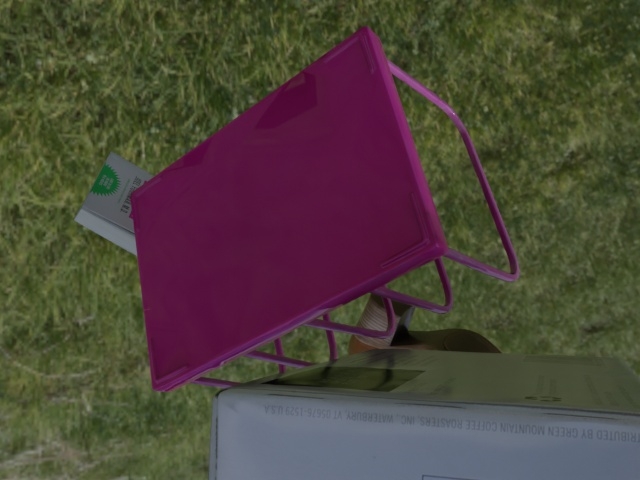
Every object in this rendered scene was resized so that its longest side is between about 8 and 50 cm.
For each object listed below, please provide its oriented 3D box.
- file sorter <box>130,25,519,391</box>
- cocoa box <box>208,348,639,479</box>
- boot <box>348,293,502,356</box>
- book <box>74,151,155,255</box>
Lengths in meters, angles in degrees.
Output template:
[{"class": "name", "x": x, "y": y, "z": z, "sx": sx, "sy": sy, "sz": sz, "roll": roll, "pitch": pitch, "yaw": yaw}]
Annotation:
[{"class": "file sorter", "x": 0.000, "y": 0.000, "z": 0.683, "sx": 0.290, "sy": 0.202, "sz": 0.182, "roll": -30, "pitch": 150, "yaw": 29}, {"class": "cocoa box", "x": 0.097, "y": 0.200, "z": 0.502, "sx": 0.231, "sy": 0.228, "sz": 0.347, "roll": 0, "pitch": 176, "yaw": 18}, {"class": "boot", "x": 0.153, "y": 0.229, "z": 1.136, "sx": 0.109, "sy": 0.283, "sz": 0.220, "roll": -27, "pitch": 138, "yaw": -51}, {"class": "book", "x": -0.173, "y": -0.023, "z": 0.789, "sx": 0.144, "sy": 0.096, "sz": 0.035, "roll": 30, "pitch": 129, "yaw": -19}]
